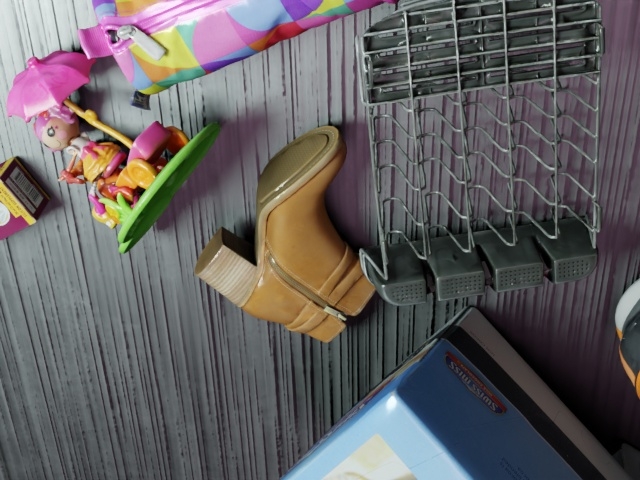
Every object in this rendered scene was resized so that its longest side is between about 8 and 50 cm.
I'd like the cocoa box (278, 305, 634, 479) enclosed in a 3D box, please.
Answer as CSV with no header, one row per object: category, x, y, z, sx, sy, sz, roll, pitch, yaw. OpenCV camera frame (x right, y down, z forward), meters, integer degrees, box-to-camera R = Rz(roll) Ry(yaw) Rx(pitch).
cocoa box,0.145,0.281,0.850,0.347,0.228,0.231,48,119,7

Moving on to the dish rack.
dish rack,0.129,-0.073,0.775,0.208,0.074,0.271,-9,118,-2

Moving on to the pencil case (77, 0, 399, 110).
pencil case,-0.058,-0.185,0.719,0.236,0.104,0.104,-19,119,15

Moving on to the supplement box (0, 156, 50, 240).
supplement box,-0.303,-0.032,0.882,0.083,0.043,0.055,-25,118,21

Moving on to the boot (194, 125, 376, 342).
boot,0.000,0.000,0.861,0.152,0.073,0.197,31,120,-23

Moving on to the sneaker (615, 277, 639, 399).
sneaker,0.384,0.044,0.771,0.125,0.180,0.321,30,121,-13

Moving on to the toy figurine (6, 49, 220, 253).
toy figurine,-0.194,-0.087,0.815,0.159,0.130,0.173,39,144,-3

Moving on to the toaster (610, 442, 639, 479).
toaster,0.323,0.327,1.003,0.168,0.110,0.185,32,121,-13
